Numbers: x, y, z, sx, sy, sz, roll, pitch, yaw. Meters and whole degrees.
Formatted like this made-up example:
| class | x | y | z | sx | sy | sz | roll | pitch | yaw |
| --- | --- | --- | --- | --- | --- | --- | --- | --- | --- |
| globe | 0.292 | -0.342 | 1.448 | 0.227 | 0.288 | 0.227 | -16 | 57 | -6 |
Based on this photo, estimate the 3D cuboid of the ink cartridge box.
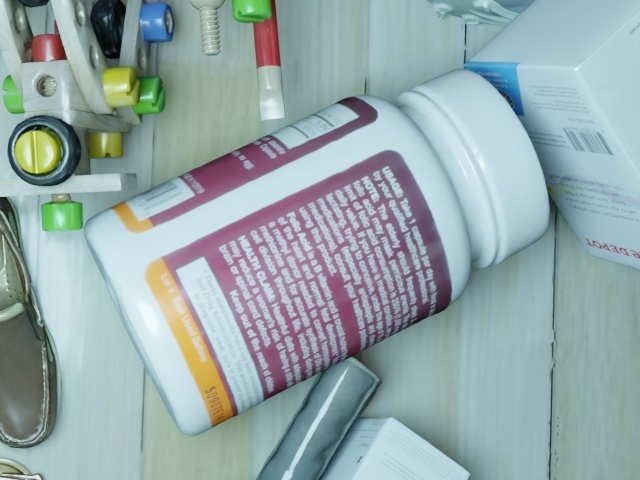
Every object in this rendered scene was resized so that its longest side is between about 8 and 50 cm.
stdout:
| class | x | y | z | sx | sy | sz | roll | pitch | yaw |
| --- | --- | --- | --- | --- | --- | --- | --- | --- | --- |
| ink cartridge box | 0.325 | -0.127 | 1.143 | 0.197 | 0.198 | 0.270 | -42 | 113 | -12 |

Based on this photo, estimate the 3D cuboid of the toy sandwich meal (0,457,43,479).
| class | x | y | z | sx | sy | sz | roll | pitch | yaw |
| --- | --- | --- | --- | --- | --- | --- | --- | --- | --- |
| toy sandwich meal | -0.308 | 0.249 | 1.099 | 0.085 | 0.029 | 0.086 | 0 | 88 | -13 |

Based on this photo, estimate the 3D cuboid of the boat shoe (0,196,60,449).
| class | x | y | z | sx | sy | sz | roll | pitch | yaw |
| --- | --- | --- | --- | --- | --- | --- | --- | --- | --- |
| boat shoe | -0.306 | 0.074 | 1.072 | 0.095 | 0.095 | 0.258 | -15 | 92 | -13 |

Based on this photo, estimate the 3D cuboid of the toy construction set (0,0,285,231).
| class | x | y | z | sx | sy | sz | roll | pitch | yaw |
| --- | --- | --- | --- | --- | --- | --- | --- | --- | --- |
| toy construction set | -0.177 | -0.126 | 1.027 | 0.308 | 0.257 | 0.237 | -5 | 86 | -16 |

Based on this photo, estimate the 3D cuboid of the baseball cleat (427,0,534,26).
| class | x | y | z | sx | sy | sz | roll | pitch | yaw |
| --- | --- | --- | --- | --- | --- | --- | --- | --- | --- |
| baseball cleat | 0.199 | -0.275 | 1.222 | 0.205 | 0.072 | 0.110 | 13 | 79 | -22 |

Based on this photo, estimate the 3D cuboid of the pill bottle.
| class | x | y | z | sx | sy | sz | roll | pitch | yaw |
| --- | --- | --- | --- | --- | --- | --- | --- | --- | --- |
| pill bottle | 0.000 | 0.000 | 1.081 | 0.392 | 0.224 | 0.224 | -26 | 94 | -12 |

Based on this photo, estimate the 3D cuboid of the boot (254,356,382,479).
| class | x | y | z | sx | sy | sz | roll | pitch | yaw |
| --- | --- | --- | --- | --- | --- | --- | --- | --- | --- |
| boot | -0.020 | 0.203 | 1.098 | 0.076 | 0.189 | 0.208 | 39 | 87 | 8 |

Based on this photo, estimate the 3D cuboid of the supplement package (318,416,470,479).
| class | x | y | z | sx | sy | sz | roll | pitch | yaw |
| --- | --- | --- | --- | --- | --- | --- | --- | --- | --- |
| supplement package | 0.045 | 0.276 | 1.131 | 0.105 | 0.105 | 0.179 | 36 | 72 | -10 |
